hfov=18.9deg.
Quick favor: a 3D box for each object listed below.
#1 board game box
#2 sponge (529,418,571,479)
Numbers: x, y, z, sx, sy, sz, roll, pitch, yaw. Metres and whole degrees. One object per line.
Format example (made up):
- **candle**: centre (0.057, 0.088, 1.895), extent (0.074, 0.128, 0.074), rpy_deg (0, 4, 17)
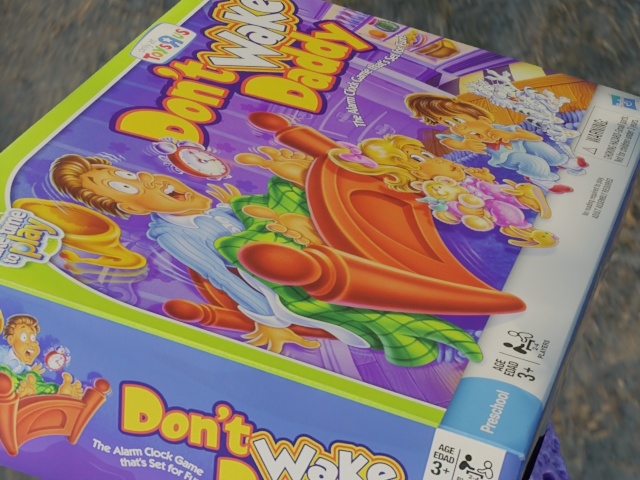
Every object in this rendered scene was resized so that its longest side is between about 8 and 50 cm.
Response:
- **board game box**: centre (0.000, 0.000, 0.814), extent (0.233, 0.347, 0.078), rpy_deg (18, 118, 9)
- **sponge**: centre (0.057, 0.054, 1.013), extent (0.031, 0.210, 0.117), rpy_deg (0, 155, -38)
